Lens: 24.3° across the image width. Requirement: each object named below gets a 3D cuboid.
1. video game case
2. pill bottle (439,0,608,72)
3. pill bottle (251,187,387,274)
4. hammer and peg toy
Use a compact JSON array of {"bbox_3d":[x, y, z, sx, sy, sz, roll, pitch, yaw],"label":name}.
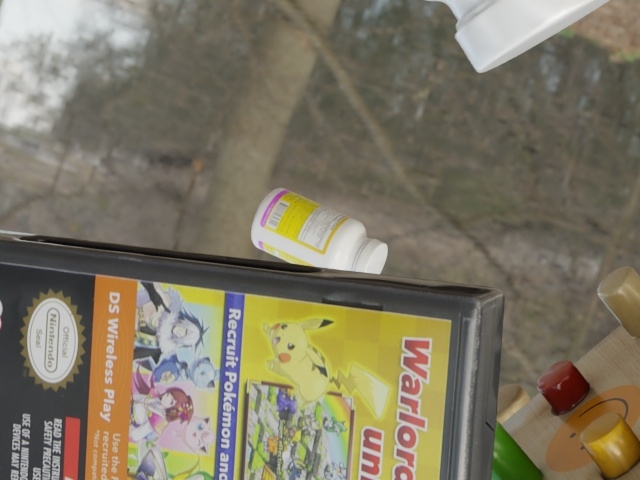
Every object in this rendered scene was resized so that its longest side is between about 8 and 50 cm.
[{"bbox_3d":[-0.063,0.140,0.553,0.248,0.275,0.035,6,-173,23],"label":"video game case"},{"bbox_3d":[0.091,-0.254,0.982,0.264,0.153,0.153,59,177,0],"label":"pill bottle"},{"bbox_3d":[0.000,0.000,0.959,0.083,0.043,0.043,25,180,22],"label":"pill bottle"},{"bbox_3d":[0.219,0.135,1.208,0.127,0.266,0.361,49,-176,-12],"label":"hammer and peg toy"}]
